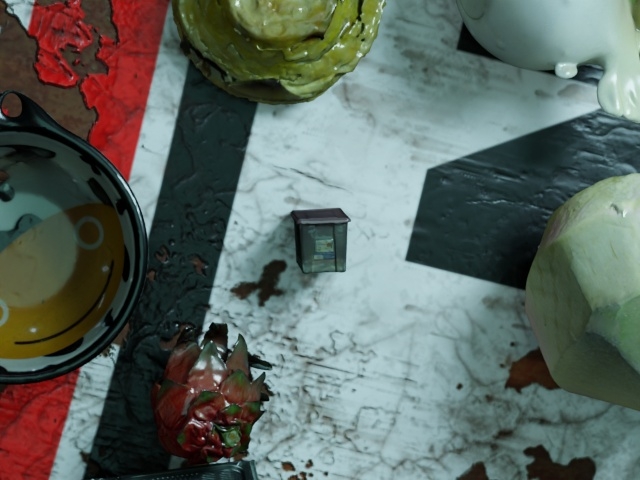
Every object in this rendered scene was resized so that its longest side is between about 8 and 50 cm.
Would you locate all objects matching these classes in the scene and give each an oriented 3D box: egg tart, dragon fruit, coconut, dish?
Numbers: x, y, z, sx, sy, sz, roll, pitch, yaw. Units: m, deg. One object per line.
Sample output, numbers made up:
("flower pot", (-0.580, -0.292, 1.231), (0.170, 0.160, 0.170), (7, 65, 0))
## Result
("egg tart", (-0.045, -0.265, 1.546), (0.241, 0.106, 0.241), (0, 92, -1))
("dragon fruit", (-0.120, 0.171, 1.538), (0.121, 0.130, 0.142), (22, 49, 1))
("coconut", (0.347, 0.068, 1.522), (0.259, 0.259, 0.259), (0, 91, -6))
("dish", (-0.322, 0.007, 1.512), (0.303, 0.120, 0.303), (0, 91, -6))

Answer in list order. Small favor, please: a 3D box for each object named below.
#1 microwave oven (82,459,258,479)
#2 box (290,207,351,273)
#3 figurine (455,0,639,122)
("microwave oven", (-0.162, 0.318, 1.510), (0.208, 0.162, 0.122), (-6, 108, -6))
("box", (0.000, 0.000, 1.566), (0.060, 0.084, 0.063), (-4, 100, -7))
("figurine", (0.345, -0.260, 1.549), (0.394, 0.226, 0.274), (-7, 79, -19))
